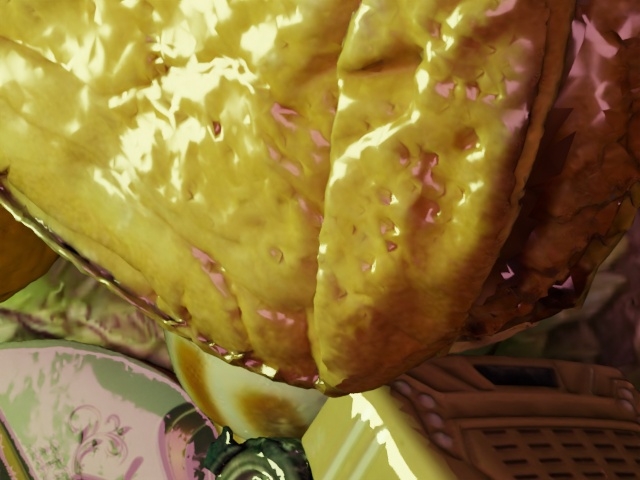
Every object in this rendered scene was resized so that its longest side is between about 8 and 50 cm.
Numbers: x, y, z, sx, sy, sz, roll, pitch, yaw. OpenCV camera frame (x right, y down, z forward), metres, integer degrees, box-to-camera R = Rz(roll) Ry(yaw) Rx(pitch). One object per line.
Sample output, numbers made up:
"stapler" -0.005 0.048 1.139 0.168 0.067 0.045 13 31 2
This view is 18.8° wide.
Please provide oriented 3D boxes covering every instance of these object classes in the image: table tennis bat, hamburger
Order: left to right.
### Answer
"table tennis bat" -0.179 0.131 0.952 0.301 0.022 0.173 2 97 7
"hamburger" -0.013 -0.081 0.663 0.283 0.144 0.259 44 126 20

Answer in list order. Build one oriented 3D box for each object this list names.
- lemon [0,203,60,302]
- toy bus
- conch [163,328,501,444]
"lemon" -0.195 -0.054 0.844 0.231 0.192 0.192 -7 96 6
"toy bus" 0.022 0.228 0.789 0.202 0.177 0.365 52 124 39
"conch" 0.000 0.000 0.842 0.183 0.149 0.275 26 105 19
